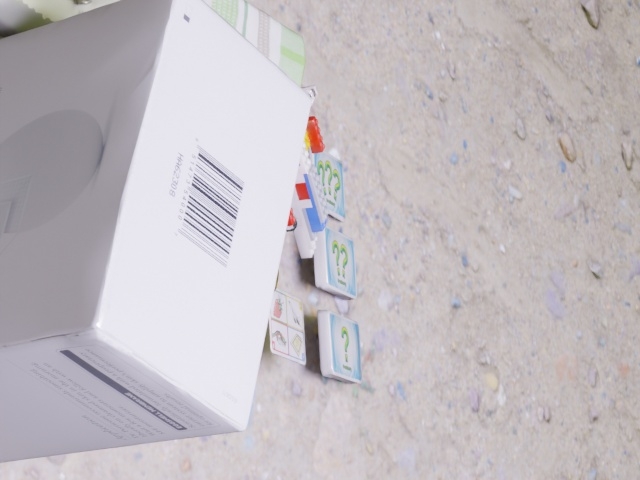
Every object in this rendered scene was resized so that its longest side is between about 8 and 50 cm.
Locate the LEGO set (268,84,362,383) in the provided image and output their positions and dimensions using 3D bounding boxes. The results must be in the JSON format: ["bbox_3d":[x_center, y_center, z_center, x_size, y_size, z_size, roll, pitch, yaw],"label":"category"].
[{"bbox_3d":[0.000,0.000,1.429,0.244,0.060,0.182,30,55,-68],"label":"LEGO set"}]

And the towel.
[{"bbox_3d":[-0.061,-0.133,1.470,0.152,0.023,0.113,26,61,-47],"label":"towel"}]

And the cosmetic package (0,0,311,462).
[{"bbox_3d":[-0.146,-0.002,1.154,0.138,0.225,0.224,40,51,-43],"label":"cosmetic package"}]

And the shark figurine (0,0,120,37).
[{"bbox_3d":[-0.189,-0.134,1.249,0.166,0.116,0.278,49,24,17],"label":"shark figurine"}]
